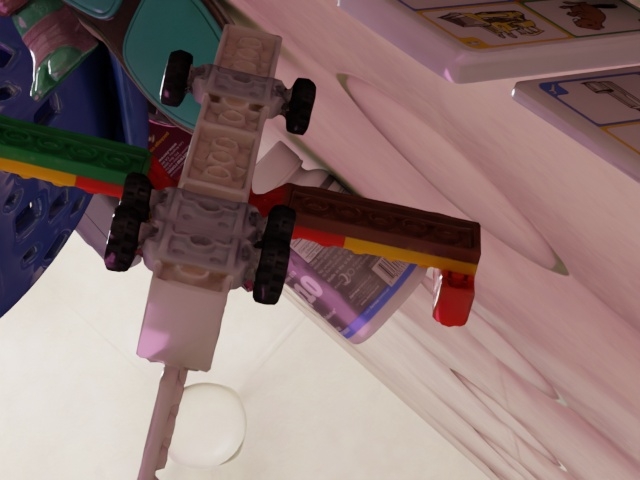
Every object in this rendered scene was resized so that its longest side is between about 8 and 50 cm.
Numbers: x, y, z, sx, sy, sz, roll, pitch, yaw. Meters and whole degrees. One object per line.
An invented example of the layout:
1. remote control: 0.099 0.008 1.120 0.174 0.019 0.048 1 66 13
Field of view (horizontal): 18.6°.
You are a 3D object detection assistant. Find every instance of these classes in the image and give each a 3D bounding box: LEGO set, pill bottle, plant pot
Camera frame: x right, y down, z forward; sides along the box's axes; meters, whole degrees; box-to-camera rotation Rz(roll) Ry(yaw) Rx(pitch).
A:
1. LEGO set: -0.019 -0.031 0.454 0.244 0.060 0.182 -11 -144 -39
2. pill bottle: 0.000 0.000 1.342 0.137 0.078 0.078 42 176 -3
3. plant pot: -0.262 -0.115 1.440 0.236 0.212 0.236 40 160 20

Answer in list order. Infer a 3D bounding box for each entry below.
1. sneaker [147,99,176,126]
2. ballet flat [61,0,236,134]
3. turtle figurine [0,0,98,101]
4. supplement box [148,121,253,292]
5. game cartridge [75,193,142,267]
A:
1. sneaker: -0.137 -0.132 1.537 0.119 0.047 0.057 43 164 -26
2. ballet flat: -0.094 -0.130 1.101 0.213 0.072 0.068 41 -157 26
3. turtle figurine: -0.193 -0.191 1.000 0.234 0.118 0.175 41 135 -5
4. supplement box: -0.118 -0.047 1.889 0.188 0.081 0.104 41 176 19
5. game cartridge: -0.265 -0.127 1.909 0.196 0.060 0.294 67 177 -62
